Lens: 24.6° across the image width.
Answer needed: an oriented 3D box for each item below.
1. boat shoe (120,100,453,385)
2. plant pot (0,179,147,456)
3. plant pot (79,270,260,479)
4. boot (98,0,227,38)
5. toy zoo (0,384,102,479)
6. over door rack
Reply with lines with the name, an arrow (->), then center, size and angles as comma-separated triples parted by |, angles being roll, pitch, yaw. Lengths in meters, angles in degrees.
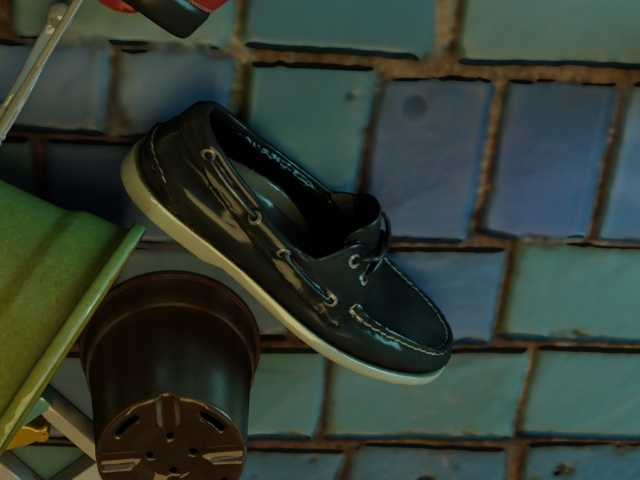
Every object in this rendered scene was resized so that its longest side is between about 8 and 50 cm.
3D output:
boat shoe -> 0.000, -0.003, 1.234 | 0.340, 0.127, 0.113 | 38, 122, -14
plant pot -> -0.317, 0.037, 1.154 | 0.254, 0.276, 0.276 | 33, 112, -6
plant pot -> -0.131, 0.139, 1.278 | 0.167, 0.165, 0.167 | -2, 120, -4
boot -> -0.132, -0.268, 1.092 | 0.176, 0.088, 0.244 | -32, 121, 14
toy zoo -> -0.325, 0.191, 1.363 | 0.192, 0.030, 0.293 | -36, 117, 14
over door rack -> -0.281, -0.208, 1.058 | 0.239, 0.108, 0.324 | 25, 142, -19
